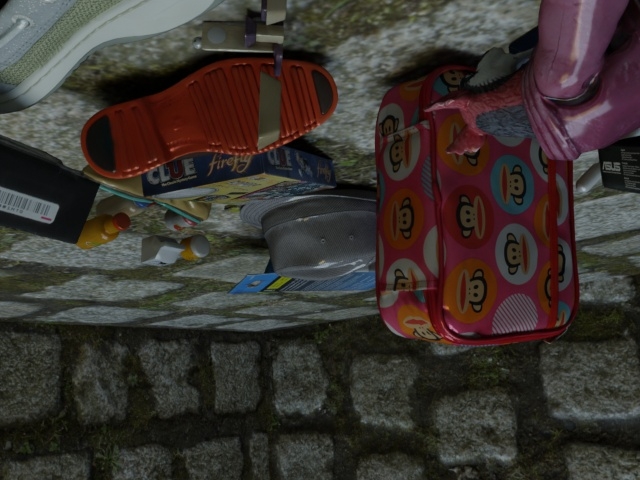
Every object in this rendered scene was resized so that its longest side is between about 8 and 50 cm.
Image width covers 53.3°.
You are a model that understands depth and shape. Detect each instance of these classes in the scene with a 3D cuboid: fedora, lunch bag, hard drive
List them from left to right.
[{"bbox_3d":[-0.365,-0.096,0.470,0.338,0.064,0.237,19,177,27],"label":"hard drive"},{"bbox_3d":[0.000,0.000,1.125,0.275,0.125,0.244,-4,166,-16],"label":"fedora"},{"bbox_3d":[0.189,-0.032,0.712,0.258,0.294,0.120,2,175,-32],"label":"lunch bag"}]

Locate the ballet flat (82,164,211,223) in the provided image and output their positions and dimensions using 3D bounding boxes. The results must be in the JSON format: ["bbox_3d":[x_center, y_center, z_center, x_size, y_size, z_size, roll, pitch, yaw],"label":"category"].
[{"bbox_3d":[-0.224,-0.084,0.867,0.080,0.073,0.232,27,-179,25],"label":"ballet flat"}]

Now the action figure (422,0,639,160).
[{"bbox_3d":[0.247,-0.132,0.414,0.370,0.276,0.248,-29,162,30],"label":"action figure"}]

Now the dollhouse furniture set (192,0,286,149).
[{"bbox_3d":[-0.073,-0.145,0.553,0.081,0.115,0.091,2,168,-7],"label":"dollhouse furniture set"}]

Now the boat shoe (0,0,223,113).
[{"bbox_3d":[-0.186,-0.170,0.412,0.320,0.118,0.103,-7,154,32],"label":"boat shoe"}]

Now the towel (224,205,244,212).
[{"bbox_3d":[-0.124,-0.055,1.131,0.060,0.010,0.083,-15,163,36],"label":"towel"}]

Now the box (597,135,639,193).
[{"bbox_3d":[0.326,-0.066,0.448,0.184,0.045,0.191,-9,-171,2],"label":"box"}]

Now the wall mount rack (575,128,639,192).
[{"bbox_3d":[0.404,-0.155,0.611,0.303,0.131,0.350,-8,165,16],"label":"wall mount rack"}]

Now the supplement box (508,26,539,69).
[{"bbox_3d":[0.241,-0.161,0.634,0.083,0.084,0.056,5,164,-31],"label":"supplement box"}]

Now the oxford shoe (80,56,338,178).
[{"bbox_3d":[-0.113,-0.137,0.680,0.271,0.097,0.098,-9,-165,8],"label":"oxford shoe"}]

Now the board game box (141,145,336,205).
[{"bbox_3d":[-0.096,-0.084,0.845,0.164,0.042,0.243,-9,178,20],"label":"board game box"}]

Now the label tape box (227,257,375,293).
[{"bbox_3d":[-0.018,0.044,1.370,0.333,0.106,0.240,1,166,-18],"label":"label tape box"}]

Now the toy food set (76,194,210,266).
[{"bbox_3d":[-0.247,-0.029,0.981,0.104,0.111,0.232,-14,161,38],"label":"toy food set"}]
